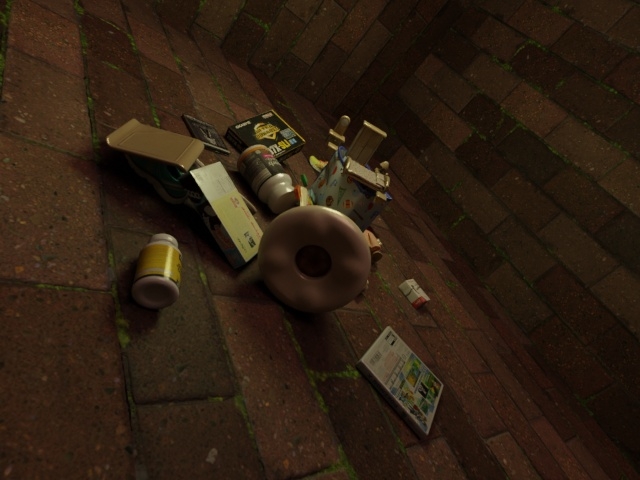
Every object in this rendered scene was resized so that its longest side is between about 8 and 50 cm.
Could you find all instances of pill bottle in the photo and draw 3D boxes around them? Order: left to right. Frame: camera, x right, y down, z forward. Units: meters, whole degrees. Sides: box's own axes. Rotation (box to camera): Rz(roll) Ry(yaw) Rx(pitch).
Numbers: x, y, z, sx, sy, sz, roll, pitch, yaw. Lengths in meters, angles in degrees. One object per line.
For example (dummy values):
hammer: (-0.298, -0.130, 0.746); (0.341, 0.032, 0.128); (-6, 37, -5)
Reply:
pill bottle: (-0.392, 0.068, 0.997); (0.103, 0.103, 0.184); (26, 29, -31)
pill bottle: (-0.219, -0.255, 1.715); (0.278, 0.162, 0.162); (52, 26, 22)

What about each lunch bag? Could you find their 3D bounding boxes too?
lunch bag: (0.101, -0.211, 1.914); (0.239, 0.328, 0.385); (11, 36, -41)

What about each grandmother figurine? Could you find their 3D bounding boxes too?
grandmother figurine: (0.238, -0.030, 2.105); (0.208, 0.104, 0.342); (38, 26, -30)

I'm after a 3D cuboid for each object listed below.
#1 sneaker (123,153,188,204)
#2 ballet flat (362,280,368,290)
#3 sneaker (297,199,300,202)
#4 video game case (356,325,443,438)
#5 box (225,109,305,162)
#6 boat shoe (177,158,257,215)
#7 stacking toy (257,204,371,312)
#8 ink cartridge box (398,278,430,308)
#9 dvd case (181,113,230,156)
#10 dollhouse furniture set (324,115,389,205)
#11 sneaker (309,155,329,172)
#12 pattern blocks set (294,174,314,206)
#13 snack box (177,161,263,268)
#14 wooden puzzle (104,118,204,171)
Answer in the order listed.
sneaker: (-0.514, -0.240, 1.316); (0.275, 0.110, 0.107); (43, 24, 3)
ballet flat: (0.174, 0.174, 1.712); (0.067, 0.073, 0.206); (51, 25, -16)
sneaker: (-0.140, -0.189, 1.868); (0.152, 0.054, 0.061); (13, 46, -38)
video game case: (0.287, 0.472, 1.426); (0.300, 0.036, 0.329); (47, 24, 11)
box: (-0.265, -0.500, 2.027); (0.257, 0.079, 0.322); (46, 46, 5)
boat shoe: (-0.382, -0.178, 1.458); (0.335, 0.095, 0.112); (40, -12, -14)
stacking toy: (0.000, 0.000, 1.437); (0.350, 0.350, 0.480); (39, 19, -7)
ink cartridge box: (0.457, 0.258, 2.002); (0.135, 0.056, 0.099); (53, 27, 21)
dvd case: (-0.504, -0.466, 1.812); (0.164, 0.018, 0.221); (10, 39, -51)
dollhouse furniture set: (0.171, -0.353, 1.696); (0.303, 0.174, 0.355); (27, 31, -11)
sneaker: (0.023, -0.448, 2.474); (0.208, 0.094, 0.081); (44, 26, 7)
pattern blocks set: (-0.052, -0.118, 1.713); (0.285, 0.026, 0.325); (58, 25, -60)
snack box: (-0.302, -0.087, 1.316); (0.322, 0.060, 0.187); (60, 23, -9)
wooden puzzle: (-0.502, -0.292, 1.269); (0.238, 0.044, 0.221); (18, 31, -10)
